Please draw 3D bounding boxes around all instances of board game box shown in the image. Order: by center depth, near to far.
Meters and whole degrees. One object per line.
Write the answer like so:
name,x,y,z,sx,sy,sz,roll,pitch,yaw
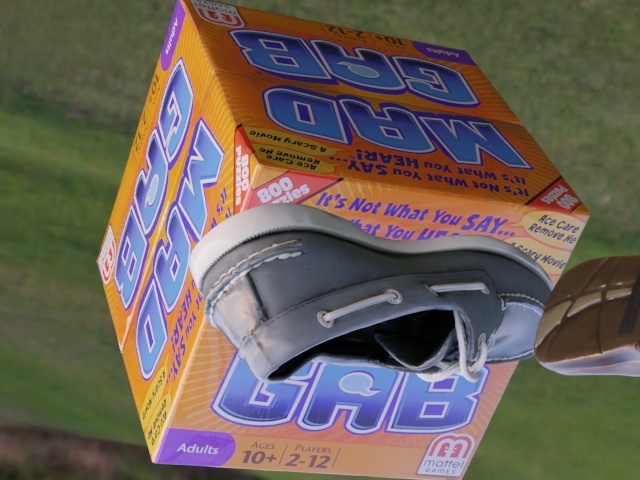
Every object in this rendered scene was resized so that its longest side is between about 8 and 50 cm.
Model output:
board game box,0.000,0.000,1.579,0.356,0.356,0.356,7,-148,-24

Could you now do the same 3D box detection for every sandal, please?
sandal,0.193,0.048,0.770,0.060,0.090,0.219,32,160,-20

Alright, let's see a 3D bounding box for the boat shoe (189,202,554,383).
boat shoe,0.054,0.058,0.946,0.319,0.099,0.116,13,132,-46
